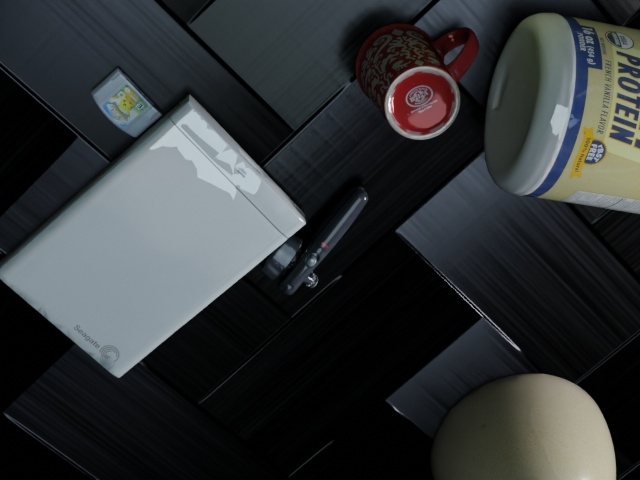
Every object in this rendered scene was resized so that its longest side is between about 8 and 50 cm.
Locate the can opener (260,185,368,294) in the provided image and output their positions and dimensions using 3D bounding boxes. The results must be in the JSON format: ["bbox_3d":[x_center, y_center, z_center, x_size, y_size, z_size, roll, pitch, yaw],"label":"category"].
[{"bbox_3d":[0.000,0.000,1.405,0.073,0.059,0.186,38,105,-25],"label":"can opener"}]

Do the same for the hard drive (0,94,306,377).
[{"bbox_3d":[-0.228,0.003,1.388,0.353,0.047,0.233,-39,113,12],"label":"hard drive"}]

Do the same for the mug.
[{"bbox_3d":[0.119,-0.208,1.263,0.113,0.169,0.150,28,109,-17],"label":"mug"}]

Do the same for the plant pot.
[{"bbox_3d":[0.324,0.370,1.539,0.284,0.191,0.284,-3,114,-6],"label":"plant pot"}]

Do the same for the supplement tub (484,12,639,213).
[{"bbox_3d":[0.387,-0.149,1.289,0.316,0.228,0.228,8,113,-10],"label":"supplement tub"}]

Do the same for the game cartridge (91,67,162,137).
[{"bbox_3d":[-0.252,-0.175,1.322,0.056,0.017,0.083,-38,113,15],"label":"game cartridge"}]
